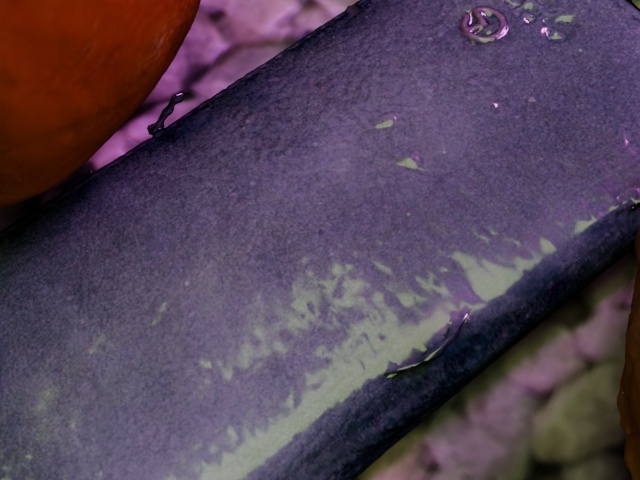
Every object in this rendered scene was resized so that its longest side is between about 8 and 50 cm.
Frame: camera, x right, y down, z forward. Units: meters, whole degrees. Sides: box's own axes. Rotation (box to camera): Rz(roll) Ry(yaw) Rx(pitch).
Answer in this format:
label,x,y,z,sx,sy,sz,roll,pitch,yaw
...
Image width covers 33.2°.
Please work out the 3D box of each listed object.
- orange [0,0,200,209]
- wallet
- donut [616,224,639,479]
label,x,y,z,sx,sy,sz,roll,pitch,yaw
orange,-0.182,-0.143,0.448,0.284,0.226,0.283,-5,69,12
wallet,0.000,0.000,0.472,0.379,0.046,0.190,-37,67,-12
donut,0.250,0.040,0.345,0.330,0.160,0.330,4,38,-3
